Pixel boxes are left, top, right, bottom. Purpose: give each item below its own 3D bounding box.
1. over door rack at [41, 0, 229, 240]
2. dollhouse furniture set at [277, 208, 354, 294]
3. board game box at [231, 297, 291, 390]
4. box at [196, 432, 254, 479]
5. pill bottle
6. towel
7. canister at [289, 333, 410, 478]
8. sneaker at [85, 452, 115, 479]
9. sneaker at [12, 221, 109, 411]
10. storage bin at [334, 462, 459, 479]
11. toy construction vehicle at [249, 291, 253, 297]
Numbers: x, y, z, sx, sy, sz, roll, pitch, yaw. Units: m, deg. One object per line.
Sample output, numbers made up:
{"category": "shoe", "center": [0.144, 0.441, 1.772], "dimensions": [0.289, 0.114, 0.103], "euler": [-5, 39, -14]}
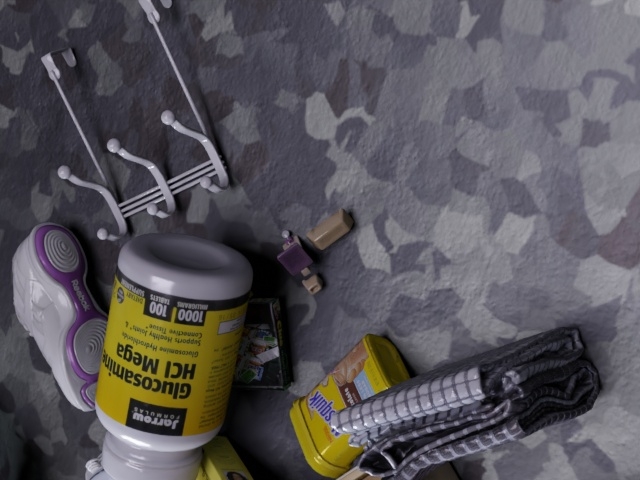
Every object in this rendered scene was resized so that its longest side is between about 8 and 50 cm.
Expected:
{"category": "over door rack", "center": [-0.295, -0.185, 1.885], "dimensions": [0.239, 0.108, 0.324], "euler": [-22, 84, 31]}
{"category": "dollhouse furniture set", "center": [0.000, 0.000, 1.781], "dimensions": [0.114, 0.091, 0.081], "euler": [-36, 33, 7]}
{"category": "board game box", "center": [-0.170, 0.153, 1.860], "dimensions": [0.260, 0.030, 0.136], "euler": [-1, 104, 27]}
{"category": "box", "center": [-0.137, 0.368, 1.812], "dimensions": [0.232, 0.058, 0.087], "euler": [45, 122, 57]}
{"category": "pill bottle", "center": [-0.213, 0.173, 1.761], "dimensions": [0.188, 0.188, 0.334], "euler": [21, 110, 28]}
{"category": "towel", "center": [0.187, 0.208, 1.528], "dimensions": [0.235, 0.284, 0.121], "euler": [-24, 84, 33]}
{"category": "canister", "center": [0.045, 0.225, 1.723], "dimensions": [0.170, 0.073, 0.126], "euler": [-48, 43, 24]}
{"category": "sneaker", "center": [-0.327, 0.368, 1.908], "dimensions": [0.091, 0.094, 0.258], "euler": [61, 164, 17]}
{"category": "sneaker", "center": [-0.412, 0.130, 2.010], "dimensions": [0.152, 0.114, 0.305], "euler": [-28, 76, 45]}
{"category": "storage bin", "center": [0.100, 0.434, 1.702], "dimensions": [0.260, 0.123, 0.262], "euler": [-38, 76, 29]}
{"category": "toy construction vehicle", "center": [-0.140, 0.092, 1.863], "dimensions": [0.086, 0.035, 0.098], "euler": [-33, 78, 30]}
